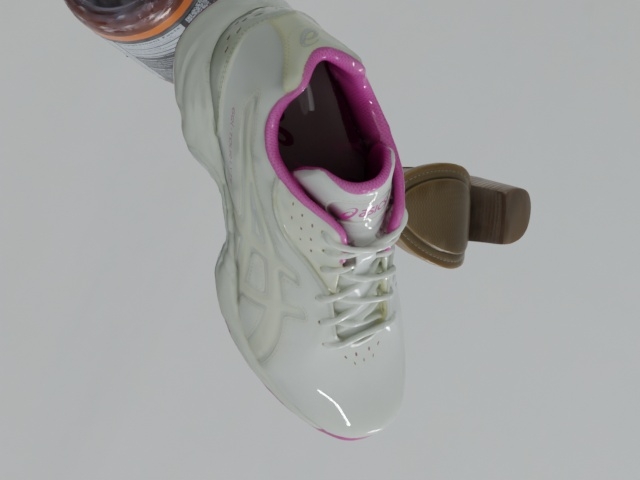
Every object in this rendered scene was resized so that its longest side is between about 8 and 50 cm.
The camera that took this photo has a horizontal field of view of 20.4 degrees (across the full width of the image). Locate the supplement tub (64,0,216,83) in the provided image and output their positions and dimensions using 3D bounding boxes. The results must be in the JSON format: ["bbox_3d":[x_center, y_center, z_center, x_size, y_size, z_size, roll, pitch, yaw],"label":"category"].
[{"bbox_3d":[-0.123,-0.185,1.293,0.106,0.106,0.198,-67,160,-4],"label":"supplement tub"}]

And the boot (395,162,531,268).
[{"bbox_3d":[0.046,-0.024,1.297,0.197,0.152,0.073,6,92,-59],"label":"boot"}]

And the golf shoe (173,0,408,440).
[{"bbox_3d":[0.000,0.000,1.098,0.115,0.306,0.140,-28,-155,-23],"label":"golf shoe"}]
